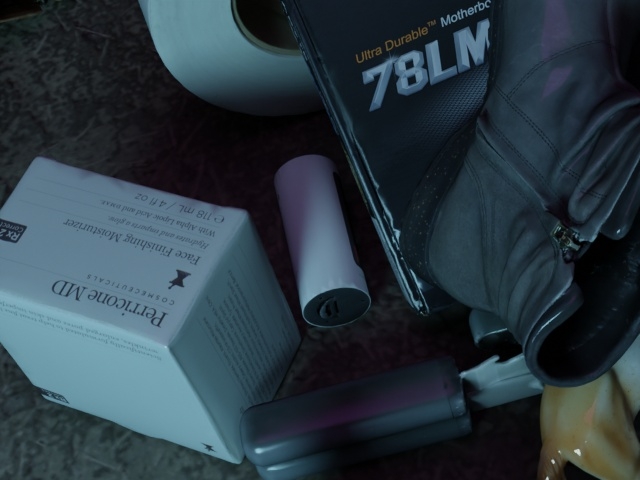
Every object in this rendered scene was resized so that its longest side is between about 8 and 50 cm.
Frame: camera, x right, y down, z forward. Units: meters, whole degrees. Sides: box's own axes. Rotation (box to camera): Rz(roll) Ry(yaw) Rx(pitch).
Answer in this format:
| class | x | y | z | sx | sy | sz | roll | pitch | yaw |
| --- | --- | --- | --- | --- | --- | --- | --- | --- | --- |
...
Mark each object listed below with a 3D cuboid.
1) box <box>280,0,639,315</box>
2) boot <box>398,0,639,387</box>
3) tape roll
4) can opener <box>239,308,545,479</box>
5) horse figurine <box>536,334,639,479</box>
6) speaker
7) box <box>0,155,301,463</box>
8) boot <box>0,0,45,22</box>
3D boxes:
| class | x | y | z | sx | sy | sz | roll | pitch | yaw |
| --- | --- | --- | --- | --- | --- | --- | --- | --- | --- |
| box | 0.146 | -0.135 | 0.961 | 0.295 | 0.073 | 0.293 | -23 | 97 | -2 |
| boot | 0.184 | -0.087 | 0.811 | 0.222 | 0.118 | 0.338 | 35 | 108 | 66 |
| tape roll | -0.015 | -0.237 | 1.045 | 0.286 | 0.286 | 0.100 | -22 | 54 | -1 |
| can opener | 0.079 | 0.101 | 0.921 | 0.280 | 0.074 | 0.093 | -19 | 56 | 3 |
| horse figurine | 0.206 | 0.101 | 0.839 | 0.263 | 0.174 | 0.066 | -56 | 21 | -21 |
| speaker | 0.000 | 0.000 | 1.021 | 0.055 | 0.055 | 0.136 | -16 | 54 | 3 |
| box | -0.132 | 0.052 | 0.940 | 0.180 | 0.182 | 0.119 | 15 | 61 | 22 |
| boot | -0.378 | -0.266 | 1.283 | 0.283 | 0.109 | 0.220 | -33 | 59 | -18 |
